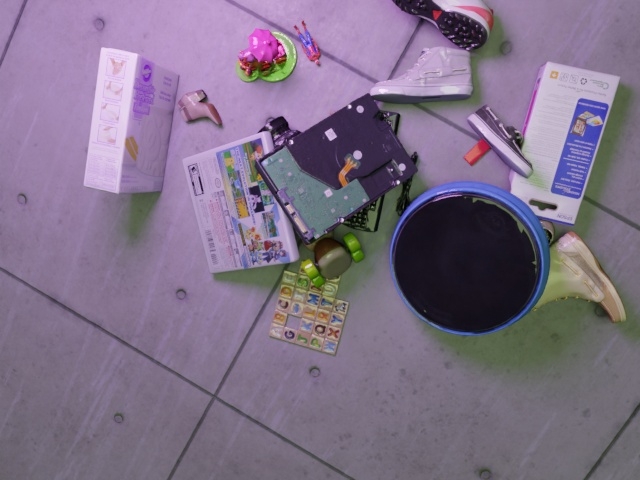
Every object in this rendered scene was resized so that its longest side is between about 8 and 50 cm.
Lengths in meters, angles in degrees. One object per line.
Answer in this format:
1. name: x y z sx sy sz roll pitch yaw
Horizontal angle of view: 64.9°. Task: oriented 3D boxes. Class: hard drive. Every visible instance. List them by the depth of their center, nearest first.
1. hard drive: 0.042 -0.175 1.228 0.338 0.064 0.237 -35 93 -16

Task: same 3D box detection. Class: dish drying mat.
1. dish drying mat: 0.409 -0.233 1.297 0.032 0.008 0.083 44 99 -1

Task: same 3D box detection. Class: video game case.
1. video game case: -0.215 -0.087 1.324 0.299 0.036 0.329 -9 96 34

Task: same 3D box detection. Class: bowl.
1. bowl: 0.356 0.051 1.245 0.390 0.077 0.392 5 103 23

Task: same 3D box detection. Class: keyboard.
1. keyboard: 0.159 -0.177 1.326 0.201 0.033 0.318 11 99 6

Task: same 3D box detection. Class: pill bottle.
1. pill bottle: -0.068 -0.206 1.304 0.122 0.123 0.219 -36 91 10

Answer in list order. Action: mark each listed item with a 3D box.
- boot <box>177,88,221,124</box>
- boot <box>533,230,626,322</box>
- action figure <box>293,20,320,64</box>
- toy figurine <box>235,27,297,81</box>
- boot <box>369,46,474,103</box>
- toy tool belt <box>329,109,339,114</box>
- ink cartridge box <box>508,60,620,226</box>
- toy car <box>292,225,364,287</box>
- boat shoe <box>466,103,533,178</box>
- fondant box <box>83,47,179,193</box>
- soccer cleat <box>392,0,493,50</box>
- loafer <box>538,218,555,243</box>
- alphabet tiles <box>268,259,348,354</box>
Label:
1. boot: -0.331 -0.347 1.365 0.086 0.042 0.119 -29 92 16
2. boot: 0.621 0.134 1.274 0.203 0.095 0.262 -35 97 13
3. action figure: -0.032 -0.510 1.310 0.038 0.030 0.115 -27 95 5
4. toy figurine: -0.157 -0.469 1.263 0.173 0.159 0.130 -20 94 10
5. boot: 0.251 -0.416 1.261 0.258 0.095 0.124 -2 91 -1
6. toy tool belt: 0.042 -0.302 1.321 0.051 0.052 0.084 9 96 38
7. ink cartridge box: 0.587 -0.235 1.245 0.175 0.069 0.371 14 96 5
8. toy car: 0.000 0.000 1.338 0.155 0.149 0.188 -32 66 -2
9. boat shoe: 0.450 -0.246 1.223 0.070 0.077 0.219 -39 66 12
10. fondant box: -0.475 -0.290 1.287 0.096 0.238 0.331 11 99 6
11. soccer cleat: 0.276 -0.587 1.200 0.318 0.108 0.117 32 62 -8
12. loafer: 0.467 0.015 1.278 0.268 0.092 0.102 -29 93 10
13. alphabet tiles: -0.025 0.183 1.406 0.198 0.009 0.238 15 99 5
